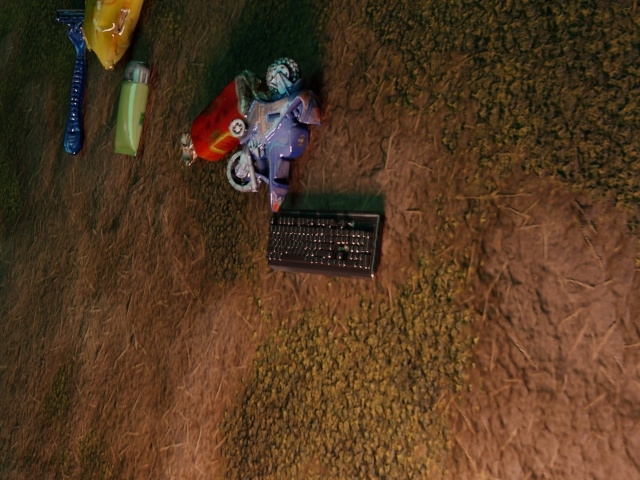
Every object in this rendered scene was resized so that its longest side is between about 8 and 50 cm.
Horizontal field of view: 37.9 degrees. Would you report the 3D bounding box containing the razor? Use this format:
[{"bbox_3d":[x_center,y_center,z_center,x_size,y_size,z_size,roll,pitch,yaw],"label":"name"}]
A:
[{"bbox_3d":[-0.515,-0.333,1.979,0.056,0.093,0.324,85,-176,-79],"label":"razor"}]

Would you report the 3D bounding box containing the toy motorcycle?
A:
[{"bbox_3d":[-0.060,-0.152,1.318,0.114,0.076,0.205,29,102,26],"label":"toy motorcycle"}]

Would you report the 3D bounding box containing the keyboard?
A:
[{"bbox_3d":[0.000,0.000,1.250,0.230,0.025,0.094,2,85,52],"label":"keyboard"}]

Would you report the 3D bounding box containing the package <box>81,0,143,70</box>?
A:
[{"bbox_3d":[-0.410,-0.458,1.840,0.168,0.090,0.226,47,120,49],"label":"package"}]

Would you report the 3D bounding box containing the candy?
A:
[{"bbox_3d":[-0.142,-0.190,1.454,0.292,0.059,0.086,-32,58,44],"label":"candy"}]

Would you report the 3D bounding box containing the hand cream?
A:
[{"bbox_3d":[-0.354,-0.249,1.753,0.095,0.046,0.175,14,98,51],"label":"hand cream"}]
